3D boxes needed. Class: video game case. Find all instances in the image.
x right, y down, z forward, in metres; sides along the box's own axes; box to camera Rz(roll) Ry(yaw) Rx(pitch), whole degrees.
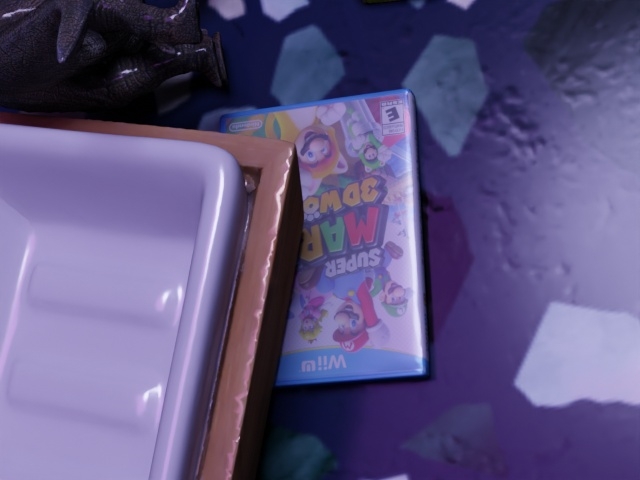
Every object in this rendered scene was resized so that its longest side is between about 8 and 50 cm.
[{"bbox_3d":[0.000,0.000,0.725,0.119,0.015,0.166,-6,76,16],"label":"video game case"}]

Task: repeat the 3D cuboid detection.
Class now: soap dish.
[{"bbox_3d":[-0.132,0.081,0.684,0.229,0.118,0.290,7,81,24],"label":"soap dish"}]

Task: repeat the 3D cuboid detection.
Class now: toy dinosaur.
[{"bbox_3d":[-0.140,-0.114,0.704,0.160,0.121,0.313,-10,30,2],"label":"toy dinosaur"}]

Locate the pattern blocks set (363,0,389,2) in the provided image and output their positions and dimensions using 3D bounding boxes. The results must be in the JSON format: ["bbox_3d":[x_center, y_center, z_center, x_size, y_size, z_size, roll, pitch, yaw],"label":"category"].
[{"bbox_3d":[0.048,-0.283,0.770,0.325,0.026,0.285,-9,75,15],"label":"pattern blocks set"}]
